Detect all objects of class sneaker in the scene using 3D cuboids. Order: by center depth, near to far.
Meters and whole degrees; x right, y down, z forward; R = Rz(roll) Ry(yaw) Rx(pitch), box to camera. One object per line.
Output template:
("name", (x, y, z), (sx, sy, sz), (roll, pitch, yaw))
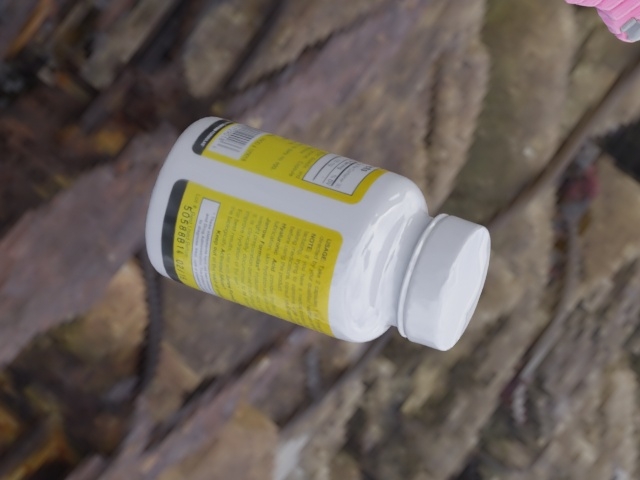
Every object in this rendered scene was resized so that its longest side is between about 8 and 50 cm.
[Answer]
("sneaker", (0.115, -0.126, 0.814), (0.047, 0.057, 0.119), (-32, 155, 13))

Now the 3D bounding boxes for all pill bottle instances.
("pill bottle", (0.000, 0.000, 0.714), (0.065, 0.116, 0.065), (-52, 153, -42))
